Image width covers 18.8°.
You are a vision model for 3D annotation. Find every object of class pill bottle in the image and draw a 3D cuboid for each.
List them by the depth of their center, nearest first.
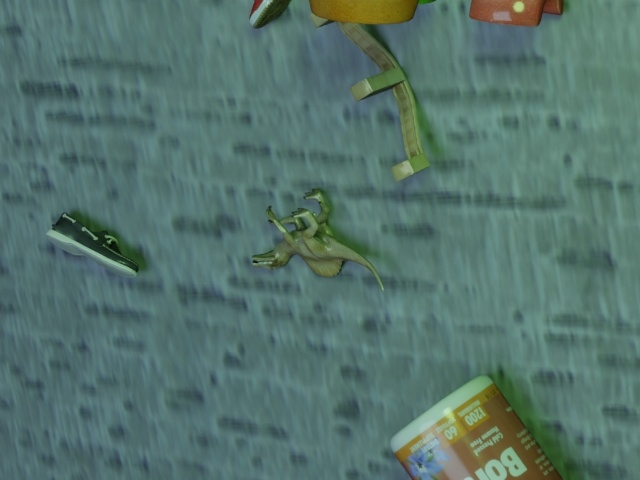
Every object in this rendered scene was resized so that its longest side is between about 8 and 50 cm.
[{"bbox_3d":[0.174,0.248,1.873,0.216,0.121,0.121,54,130,8],"label":"pill bottle"}]

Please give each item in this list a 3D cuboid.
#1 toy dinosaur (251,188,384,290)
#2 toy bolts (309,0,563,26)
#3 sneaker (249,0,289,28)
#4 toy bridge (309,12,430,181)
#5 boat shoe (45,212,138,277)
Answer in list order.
[{"bbox_3d":[0.000,0.000,1.970,0.183,0.053,0.092,5,126,44],"label":"toy dinosaur"},{"bbox_3d":[0.103,-0.278,1.689,0.228,0.218,0.158,8,107,16],"label":"toy bolts"},{"bbox_3d":[-0.052,-0.270,1.899,0.067,0.042,0.118,41,120,13],"label":"sneaker"},{"bbox_3d":[0.055,-0.150,1.848,0.026,0.063,0.188,-30,86,41],"label":"toy bridge"},{"bbox_3d":[-0.249,0.005,2.162,0.125,0.038,0.046,23,163,30],"label":"boat shoe"}]
